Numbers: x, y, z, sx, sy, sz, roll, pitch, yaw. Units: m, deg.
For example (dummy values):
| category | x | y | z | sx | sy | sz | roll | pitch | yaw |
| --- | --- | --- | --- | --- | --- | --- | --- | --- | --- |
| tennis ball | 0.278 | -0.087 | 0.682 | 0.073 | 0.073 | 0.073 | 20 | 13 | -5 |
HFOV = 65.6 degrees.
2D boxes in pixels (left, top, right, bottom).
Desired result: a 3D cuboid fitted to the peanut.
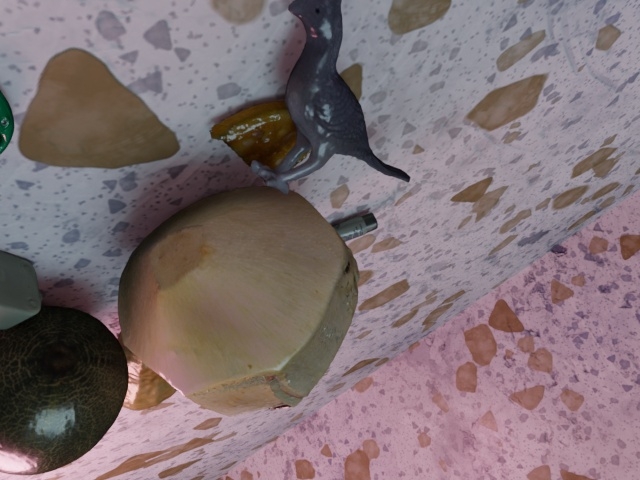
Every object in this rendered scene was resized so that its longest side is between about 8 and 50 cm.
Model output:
| category | x | y | z | sx | sy | sz | roll | pitch | yaw |
| --- | --- | --- | --- | --- | --- | --- | --- | --- | --- |
| peanut | -0.327 | 0.226 | 0.964 | 0.149 | 0.149 | 0.313 | -8 | 141 | -35 |

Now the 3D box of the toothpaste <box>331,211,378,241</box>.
| category | x | y | z | sx | sy | sz | roll | pitch | yaw |
| --- | --- | --- | --- | --- | --- | --- | --- | --- | --- |
| toothpaste | 0.000 | 0.000 | 0.982 | 0.239 | 0.039 | 0.062 | -20 | 148 | -11 |

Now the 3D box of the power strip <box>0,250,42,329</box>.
| category | x | y | z | sx | sy | sz | roll | pitch | yaw |
| --- | --- | --- | --- | --- | --- | --- | --- | --- | --- |
| power strip | -0.463 | 0.022 | 0.533 | 0.062 | 0.091 | 0.385 | -30 | 153 | 7 |

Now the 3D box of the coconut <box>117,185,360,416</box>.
| category | x | y | z | sx | sy | sz | roll | pitch | yaw |
| --- | --- | --- | --- | --- | --- | --- | --- | --- | --- |
| coconut | -0.113 | 0.077 | 0.714 | 0.352 | 0.353 | 0.353 | -22 | 152 | -12 |

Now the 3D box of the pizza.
| category | x | y | z | sx | sy | sz | roll | pitch | yaw |
| --- | --- | --- | --- | --- | --- | --- | --- | --- | --- |
| pizza | -0.062 | -0.136 | 0.684 | 0.178 | 0.041 | 0.131 | -21 | 146 | -18 |

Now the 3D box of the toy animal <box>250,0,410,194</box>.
| category | x | y | z | sx | sy | sz | roll | pitch | yaw |
| --- | --- | --- | --- | --- | --- | --- | --- | --- | --- |
| toy animal | 0.004 | -0.135 | 0.632 | 0.205 | 0.081 | 0.367 | -41 | 141 | -8 |

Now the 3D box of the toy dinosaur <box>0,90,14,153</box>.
| category | x | y | z | sx | sy | sz | roll | pitch | yaw |
| --- | --- | --- | --- | --- | --- | --- | --- | --- | --- |
| toy dinosaur | -0.352 | -0.093 | 0.480 | 0.096 | 0.059 | 0.132 | -9 | 139 | -44 |

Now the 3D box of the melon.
| category | x | y | z | sx | sy | sz | roll | pitch | yaw |
| --- | --- | --- | --- | --- | --- | --- | --- | --- | --- |
| melon | -0.428 | 0.229 | 0.761 | 0.237 | 0.238 | 0.301 | -3 | 153 | -39 |
